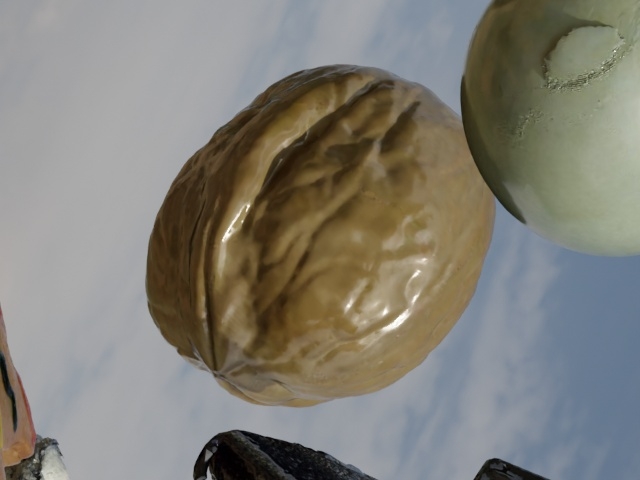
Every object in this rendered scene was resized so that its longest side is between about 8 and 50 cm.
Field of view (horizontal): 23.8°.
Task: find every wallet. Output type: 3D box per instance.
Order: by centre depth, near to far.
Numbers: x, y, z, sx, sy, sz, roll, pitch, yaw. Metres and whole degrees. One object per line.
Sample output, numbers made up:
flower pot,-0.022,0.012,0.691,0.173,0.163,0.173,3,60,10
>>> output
wallet,0.063,0.219,0.980,0.221,0.262,0.071,32,-84,40

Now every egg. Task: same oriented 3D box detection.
egg,0.187,-0.087,0.991,0.187,0.253,0.186,-8,-114,19

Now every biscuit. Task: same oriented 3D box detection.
biscuit,-0.218,0.097,0.939,0.250,0.036,0.165,-91,165,-83

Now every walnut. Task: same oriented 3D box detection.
walnut,0.001,0.002,1.308,0.313,0.277,0.252,-52,163,-26

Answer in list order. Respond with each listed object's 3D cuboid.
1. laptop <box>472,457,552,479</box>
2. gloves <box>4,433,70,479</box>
laptop,0.091,0.175,0.575,0.207,0.154,0.026,-45,150,-47
gloves,-0.300,0.273,1.543,0.114,0.070,0.153,35,65,-76
